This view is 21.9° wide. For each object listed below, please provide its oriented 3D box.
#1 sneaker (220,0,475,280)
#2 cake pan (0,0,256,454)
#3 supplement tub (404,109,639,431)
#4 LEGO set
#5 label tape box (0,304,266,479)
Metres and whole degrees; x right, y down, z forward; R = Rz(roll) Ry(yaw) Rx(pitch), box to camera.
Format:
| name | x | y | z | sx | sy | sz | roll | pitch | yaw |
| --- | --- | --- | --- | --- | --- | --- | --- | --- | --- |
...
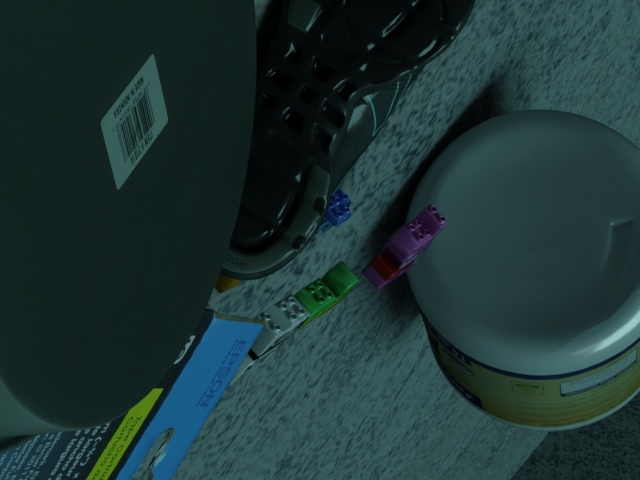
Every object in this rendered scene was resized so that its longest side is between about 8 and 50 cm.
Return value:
| name | x | y | z | sx | sy | sz | roll | pitch | yaw |
| --- | --- | --- | --- | --- | --- | --- | --- | --- | --- |
| sneaker | 0.001 | -0.099 | 0.999 | 0.267 | 0.101 | 0.106 | -54 | -176 | -4 |
| cake pan | -0.099 | -0.053 | 0.660 | 0.293 | 0.054 | 0.293 | 8 | 90 | -70 |
| supplement tub | 0.199 | 0.042 | 1.474 | 0.228 | 0.228 | 0.316 | -51 | 161 | -10 |
| LEGO set | 0.000 | 0.000 | 1.129 | 0.227 | 0.087 | 0.093 | -31 | 166 | -50 |
| label tape box | -0.187 | 0.105 | 0.829 | 0.240 | 0.106 | 0.334 | -58 | 161 | 7 |
